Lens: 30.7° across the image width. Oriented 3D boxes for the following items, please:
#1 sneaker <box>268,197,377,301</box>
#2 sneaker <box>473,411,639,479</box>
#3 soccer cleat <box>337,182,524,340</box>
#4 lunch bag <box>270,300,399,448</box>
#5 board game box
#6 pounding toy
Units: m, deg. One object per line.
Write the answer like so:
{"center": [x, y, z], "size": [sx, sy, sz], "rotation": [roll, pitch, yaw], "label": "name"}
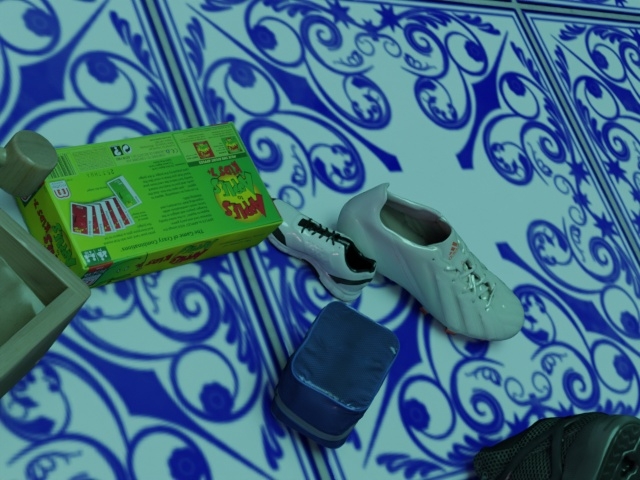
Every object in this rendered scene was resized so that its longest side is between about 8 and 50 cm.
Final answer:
{"center": [0.000, 0.000, 0.927], "size": [0.109, 0.044, 0.040], "rotation": [39, 47, -9], "label": "sneaker"}
{"center": [0.157, 0.230, 0.878], "size": [0.087, 0.130, 0.227], "rotation": [34, 73, -22], "label": "sneaker"}
{"center": [0.102, 0.022, 0.969], "size": [0.196, 0.076, 0.068], "rotation": [32, 46, -19], "label": "soccer cleat"}
{"center": [0.010, 0.098, 0.854], "size": [0.067, 0.065, 0.098], "rotation": [32, 45, 4], "label": "lunch bag"}
{"center": [-0.122, -0.027, 0.846], "size": [0.181, 0.043, 0.092], "rotation": [-15, 72, -43], "label": "board game box"}
{"center": [-0.236, 0.008, 0.703], "size": [0.181, 0.094, 0.206], "rotation": [42, 35, -1], "label": "pounding toy"}
